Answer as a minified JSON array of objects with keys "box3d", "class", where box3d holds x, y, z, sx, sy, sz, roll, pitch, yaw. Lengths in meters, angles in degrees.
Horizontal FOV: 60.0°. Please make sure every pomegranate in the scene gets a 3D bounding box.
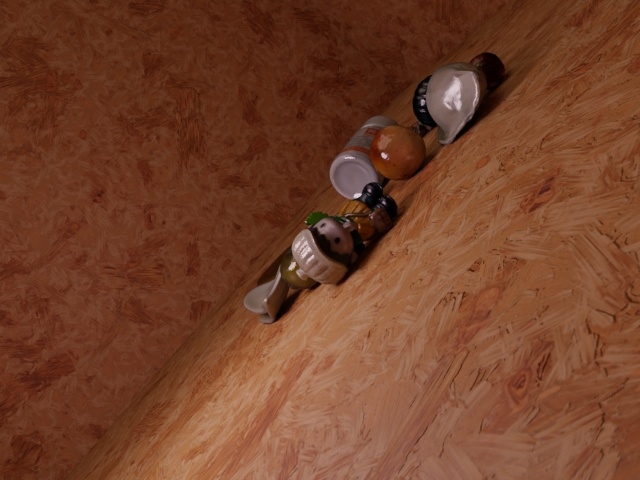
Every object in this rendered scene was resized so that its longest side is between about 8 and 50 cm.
[{"box3d":[0.260,-0.291,1.839,0.191,0.191,0.191,-45,9,9],"class":"pomegranate"}]

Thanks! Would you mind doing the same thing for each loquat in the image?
[{"box3d":[-0.043,0.070,1.770,0.195,0.152,0.152,-55,10,-9],"class":"loquat"}]

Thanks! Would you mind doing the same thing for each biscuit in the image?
[{"box3d":[-0.106,0.079,2.259,0.350,0.070,0.394,-49,10,-24],"class":"biscuit"}]

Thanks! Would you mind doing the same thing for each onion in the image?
[{"box3d":[0.548,-0.559,1.843,0.131,0.131,0.131,-45,9,9],"class":"onion"}]

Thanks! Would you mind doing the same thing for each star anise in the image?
[{"box3d":[0.410,-0.460,2.214,0.182,0.065,0.195,-49,13,-7],"class":"star anise"}]

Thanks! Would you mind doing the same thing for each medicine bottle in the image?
[{"box3d":[0.195,-0.336,2.218,0.211,0.211,0.371,-38,13,43],"class":"medicine bottle"}]

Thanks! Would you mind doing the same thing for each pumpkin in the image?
[{"box3d":[0.419,-0.511,2.028,0.194,0.194,0.150,-45,29,10],"class":"pumpkin"}]

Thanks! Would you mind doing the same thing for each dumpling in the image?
[{"box3d":[0.428,-0.435,1.771,0.341,0.181,0.260,33,119,56],"class":"dumpling"}]

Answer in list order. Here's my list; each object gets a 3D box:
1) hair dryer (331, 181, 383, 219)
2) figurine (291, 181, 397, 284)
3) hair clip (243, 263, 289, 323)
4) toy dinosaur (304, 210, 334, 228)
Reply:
[{"box3d":[0.119,-0.125,1.985,0.219,0.075,0.195,-33,-3,-11],"class":"hair dryer"},{"box3d":[0.071,-0.008,1.594,0.332,0.185,0.205,-32,-32,-27],"class":"figurine"},{"box3d":[-0.171,0.200,1.898,0.282,0.113,0.173,-35,26,53],"class":"hair clip"},{"box3d":[0.007,0.001,2.014,0.194,0.152,0.177,-67,-7,-48],"class":"toy dinosaur"}]
